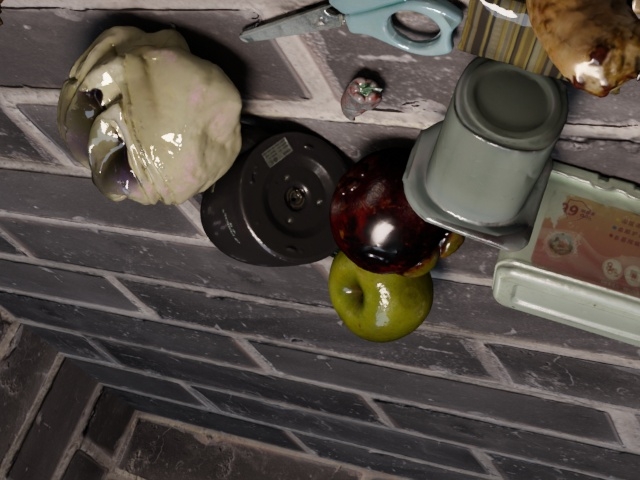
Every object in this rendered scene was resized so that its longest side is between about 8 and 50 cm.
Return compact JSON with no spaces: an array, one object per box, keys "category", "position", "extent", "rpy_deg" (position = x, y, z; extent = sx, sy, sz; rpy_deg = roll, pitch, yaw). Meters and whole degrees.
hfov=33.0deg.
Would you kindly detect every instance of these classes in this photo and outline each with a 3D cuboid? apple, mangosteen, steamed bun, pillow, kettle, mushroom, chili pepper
[{"category":"apple","position":[0.109,0.080,1.900],"extent":[0.157,0.196,0.196],"rpy_deg":[-13,176,-33]},{"category":"mangosteen","position":[0.113,-0.039,1.626],"extent":[0.210,0.210,0.210],"rpy_deg":[19,156,8]},{"category":"steamed bun","position":[-0.274,-0.170,1.615],"extent":[0.275,0.206,0.320],"rpy_deg":[53,152,-9]},{"category":"pillow","position":[0.267,-0.234,1.269],"extent":[0.203,0.038,0.113],"rpy_deg":[19,153,7]},{"category":"kettle","position":[-0.113,-0.083,1.781],"extent":[0.290,0.207,0.268],"rpy_deg":[-8,113,61]},{"category":"mushroom","position":[0.248,-0.297,0.971],"extent":[0.267,0.254,0.267],"rpy_deg":[12,128,16]},{"category":"chili pepper","position":[0.057,-0.201,1.523],"extent":[0.050,0.041,0.153],"rpy_deg":[44,172,-1]}]

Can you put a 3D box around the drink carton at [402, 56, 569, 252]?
[{"category":"drink carton","position":[0.217,-0.120,1.385],"extent":[0.191,0.185,0.190],"rpy_deg":[22,154,6]}]

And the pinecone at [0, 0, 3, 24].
[{"category":"pinecone","position":[-0.566,-0.367,1.553],"extent":[0.185,0.169,0.212],"rpy_deg":[4,151,41]}]

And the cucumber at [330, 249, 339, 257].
[{"category":"cucumber","position":[0.000,0.001,2.006],"extent":[0.256,0.043,0.044],"rpy_deg":[20,162,3]}]

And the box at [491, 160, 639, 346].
[{"category":"box","position":[0.398,0.028,1.537],"extent":[0.311,0.182,0.175],"rpy_deg":[16,156,12]}]

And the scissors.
[{"category":"scissors","position":[0.016,-0.291,1.384],"extent":[0.360,0.029,0.191],"rpy_deg":[-1,144,46]}]
